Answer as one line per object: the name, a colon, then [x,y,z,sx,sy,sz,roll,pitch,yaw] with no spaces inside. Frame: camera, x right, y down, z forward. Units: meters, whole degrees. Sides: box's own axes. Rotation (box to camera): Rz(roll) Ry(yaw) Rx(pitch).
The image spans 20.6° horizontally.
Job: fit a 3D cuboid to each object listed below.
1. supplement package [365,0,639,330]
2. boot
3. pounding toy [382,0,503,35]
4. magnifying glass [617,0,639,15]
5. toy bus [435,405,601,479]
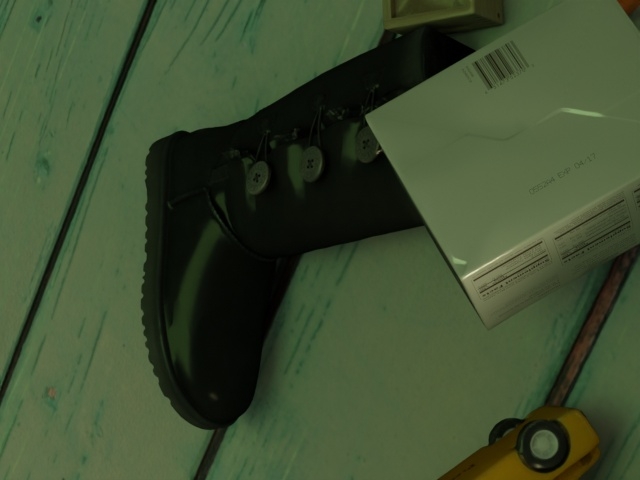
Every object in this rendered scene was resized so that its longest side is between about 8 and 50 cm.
supplement package: [0.213,-0.080,1.680,0.262,0.145,0.204,-30,62,2]
boot: [-0.001,-0.002,1.966,0.445,0.146,0.367,-16,77,37]
pounding toy: [0.124,-0.289,1.906,0.141,0.100,0.130,-6,82,32]
magnifying glass: [0.336,-0.268,1.708,0.231,0.092,0.026,-42,63,44]
toy bus: [0.134,0.295,1.713,0.130,0.332,0.108,57,167,-3]
